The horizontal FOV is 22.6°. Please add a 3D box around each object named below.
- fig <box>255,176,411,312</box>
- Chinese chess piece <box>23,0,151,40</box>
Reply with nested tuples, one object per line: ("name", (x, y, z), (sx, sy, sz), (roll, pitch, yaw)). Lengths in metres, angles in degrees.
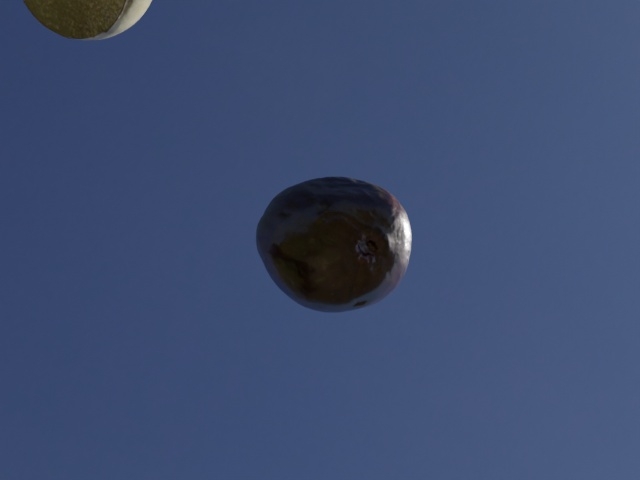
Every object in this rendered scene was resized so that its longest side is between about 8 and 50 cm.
("fig", (0.000, 0.000, 1.227), (0.109, 0.154, 0.103), (9, -87, -26))
("Chinese chess piece", (-0.190, -0.223, 1.292), (0.122, 0.051, 0.122), (10, -67, 24))
